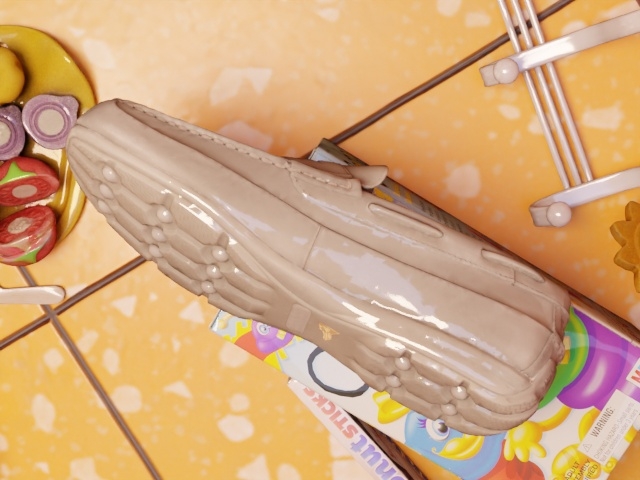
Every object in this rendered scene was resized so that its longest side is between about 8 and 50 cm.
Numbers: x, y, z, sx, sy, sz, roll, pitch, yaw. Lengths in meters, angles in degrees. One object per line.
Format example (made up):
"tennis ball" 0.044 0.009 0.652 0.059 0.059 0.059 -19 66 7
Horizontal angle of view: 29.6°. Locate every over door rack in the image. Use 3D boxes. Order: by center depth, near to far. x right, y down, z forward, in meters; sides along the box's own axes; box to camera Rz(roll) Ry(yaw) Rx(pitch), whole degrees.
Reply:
"over door rack" 0.265 -0.170 0.832 0.324 0.108 0.240 -20 97 4

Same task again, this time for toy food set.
"toy food set" -0.238 -0.048 0.880 0.128 0.071 0.218 8 98 1

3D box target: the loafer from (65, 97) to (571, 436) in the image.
"loafer" 0.000 0.000 0.728 0.319 0.112 0.111 30 61 -1

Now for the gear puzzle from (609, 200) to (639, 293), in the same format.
"gear puzzle" 0.344 0.084 0.860 0.339 0.044 0.175 31 55 -2

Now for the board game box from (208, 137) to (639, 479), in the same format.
"board game box" 0.081 0.061 0.850 0.275 0.144 0.142 31 98 -2

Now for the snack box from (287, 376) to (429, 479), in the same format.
"snack box" 0.043 0.158 0.903 0.022 0.064 0.178 -42 95 6
